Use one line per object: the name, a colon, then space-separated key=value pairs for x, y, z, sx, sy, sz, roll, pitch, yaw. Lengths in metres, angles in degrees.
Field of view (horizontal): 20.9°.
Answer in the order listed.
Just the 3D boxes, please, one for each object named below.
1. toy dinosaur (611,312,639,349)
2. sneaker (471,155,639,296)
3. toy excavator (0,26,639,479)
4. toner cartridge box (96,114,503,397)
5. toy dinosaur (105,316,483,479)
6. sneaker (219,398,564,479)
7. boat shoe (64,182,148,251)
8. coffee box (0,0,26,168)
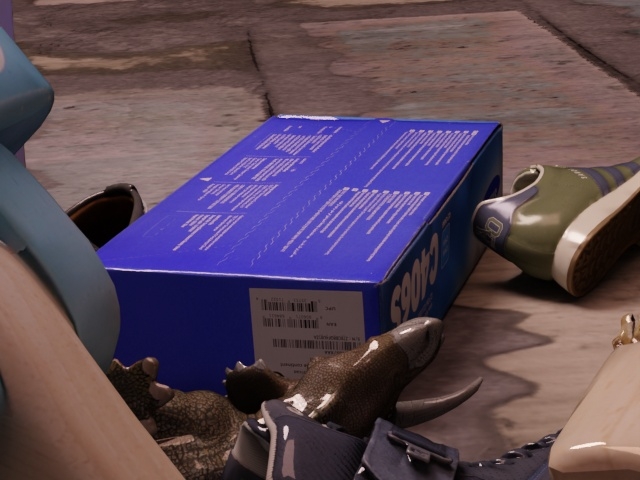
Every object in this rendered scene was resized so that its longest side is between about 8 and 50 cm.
toy dinosaur: x=0.179 y=0.072 z=0.848 sx=0.092 sy=0.053 sz=0.183 roll=-15 pitch=7 yaw=11
sneaker: x=0.164 y=-0.027 z=1.100 sx=0.086 sy=0.064 sz=0.192 roll=22 pitch=29 yaw=25
toy excavator: x=-0.116 y=0.063 z=0.519 sx=0.433 sy=0.445 sz=0.222 roll=-41 pitch=0 yaw=28
toner cartridge box: x=0.000 y=0.000 z=1.038 sx=0.165 sy=0.075 sz=0.348 roll=4 pitch=18 yaw=16
toy dinosaur: x=-0.101 y=0.096 z=0.716 sx=0.313 sy=0.121 sz=0.160 roll=-6 pitch=-10 yaw=18
sneaker: x=0.051 y=0.093 z=0.648 sx=0.163 sy=0.086 sz=0.226 roll=18 pitch=21 yaw=9
boat shoe: x=-0.155 y=0.032 z=0.954 sx=0.084 sy=0.079 sz=0.233 roll=6 pitch=20 yaw=19
coffee box: x=-0.399 y=-0.103 z=0.977 sx=0.338 sy=0.338 sz=0.334 roll=11 pitch=20 yaw=39
